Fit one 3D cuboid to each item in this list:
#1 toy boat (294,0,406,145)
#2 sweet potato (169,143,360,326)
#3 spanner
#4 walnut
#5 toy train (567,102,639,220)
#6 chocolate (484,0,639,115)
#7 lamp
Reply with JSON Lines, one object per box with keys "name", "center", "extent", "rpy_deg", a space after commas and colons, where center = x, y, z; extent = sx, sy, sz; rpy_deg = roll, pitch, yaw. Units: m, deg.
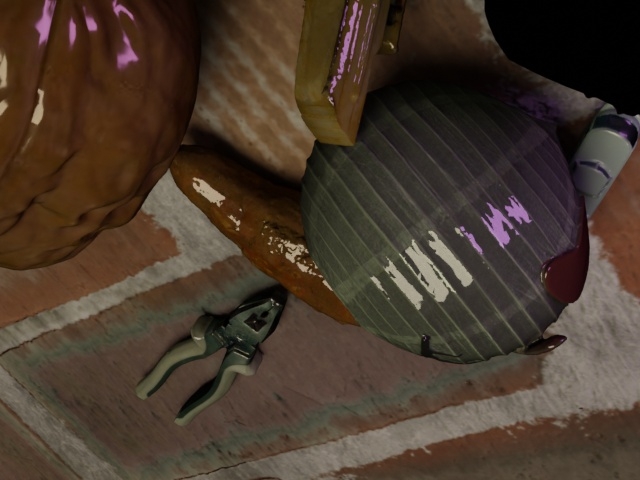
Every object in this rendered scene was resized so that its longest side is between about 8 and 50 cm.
{"name": "toy boat", "center": [0.032, -0.187, 0.882], "extent": [0.068, 0.088, 0.226], "rpy_deg": [10, 92, 38]}
{"name": "sweet potato", "center": [-0.003, 0.015, 1.130], "extent": [0.354, 0.095, 0.106], "rpy_deg": [25, 95, -1]}
{"name": "spanner", "center": [-0.129, 0.139, 1.349], "extent": [0.095, 0.040, 0.325], "rpy_deg": [37, 137, -10]}
{"name": "walnut", "center": [-0.292, -0.148, 0.974], "extent": [0.354, 0.308, 0.398], "rpy_deg": [6, 150, -38]}
{"name": "toy train", "center": [0.228, -0.041, 1.002], "extent": [0.043, 0.047, 0.207], "rpy_deg": [26, 138, 4]}
{"name": "chocolate", "center": [0.245, -0.185, 0.822], "extent": [0.224, 0.206, 0.177], "rpy_deg": [27, -178, 23]}
{"name": "lamp", "center": [0.108, -0.019, 0.945], "extent": [0.233, 0.265, 0.233], "rpy_deg": [-14, 132, -16]}
